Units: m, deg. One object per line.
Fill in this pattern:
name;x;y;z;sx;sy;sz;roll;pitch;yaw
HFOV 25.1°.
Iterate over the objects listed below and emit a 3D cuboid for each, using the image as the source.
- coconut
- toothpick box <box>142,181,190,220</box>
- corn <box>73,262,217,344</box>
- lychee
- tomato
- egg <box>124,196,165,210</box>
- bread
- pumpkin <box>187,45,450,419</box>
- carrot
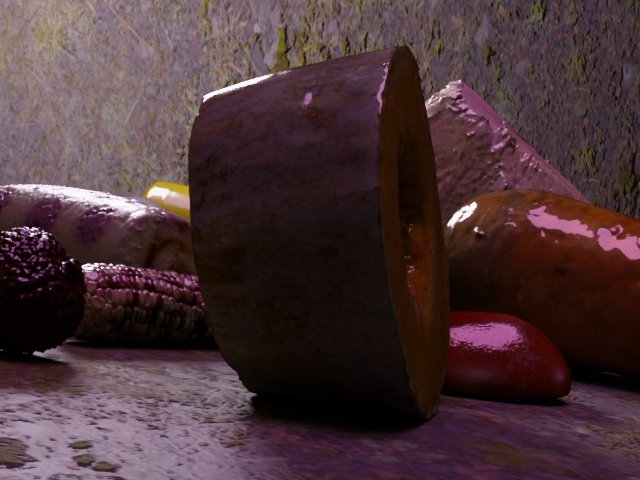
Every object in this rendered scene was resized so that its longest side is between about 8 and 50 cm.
coconut;0.222;-0.029;2.360;0.404;0.405;0.404;7;2;0
toothpick box;-0.190;-0.002;2.596;0.271;0.175;0.175;10;2;8
corn;-0.171;0.071;1.556;0.253;0.086;0.086;6;2;-41
lychee;-0.278;0.051;1.344;0.123;0.129;0.123;32;29;-20
tomato;0.173;0.115;1.492;0.174;0.082;0.166;5;1;4
egg;-0.306;0.002;2.333;0.146;0.146;0.198;7;3;3
bread;-0.279;0.018;1.739;0.338;0.155;0.187;8;-3;42
pumpkin;0.000;0.000;1.276;0.199;0.332;0.332;-6;-2;16
carrot;0.313;0.055;1.793;0.340;0.224;0.224;12;4;32
